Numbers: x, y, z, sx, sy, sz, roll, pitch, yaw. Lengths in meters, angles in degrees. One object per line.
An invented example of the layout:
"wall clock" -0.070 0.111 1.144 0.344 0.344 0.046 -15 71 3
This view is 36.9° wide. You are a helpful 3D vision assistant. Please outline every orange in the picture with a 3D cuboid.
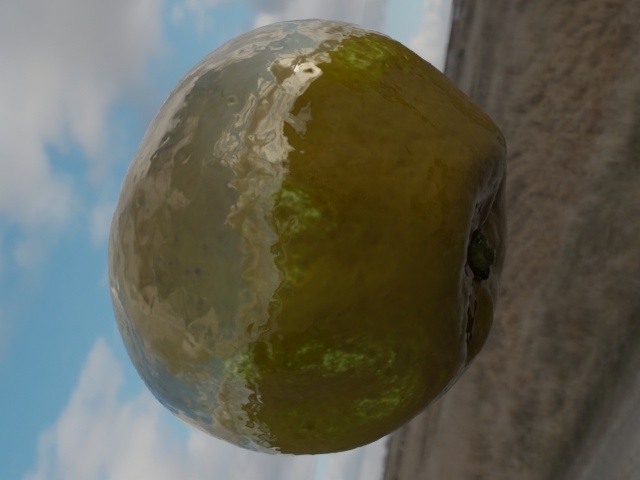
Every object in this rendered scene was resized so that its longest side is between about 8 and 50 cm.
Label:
"orange" 0.000 0.000 0.609 0.279 0.235 0.279 16 -90 -78
